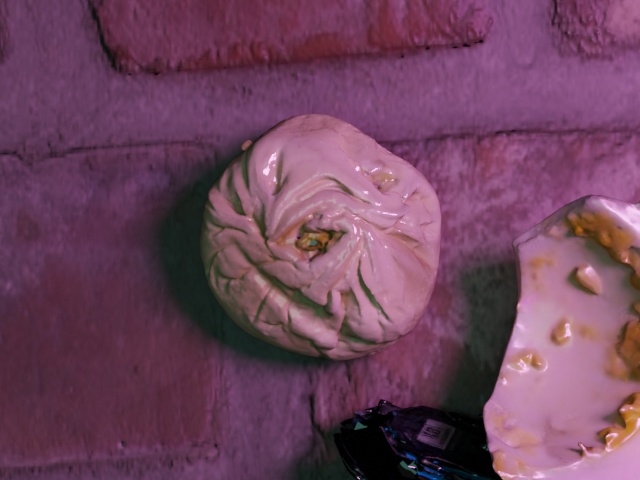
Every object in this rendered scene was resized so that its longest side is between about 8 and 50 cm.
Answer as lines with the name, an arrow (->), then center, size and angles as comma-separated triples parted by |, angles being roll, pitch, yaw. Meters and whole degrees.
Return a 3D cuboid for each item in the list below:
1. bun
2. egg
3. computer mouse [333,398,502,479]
bun -> 0.000, 0.000, 1.142 | 0.229, 0.145, 0.229 | 0, 92, 5
egg -> 0.245, 0.105, 1.091 | 0.206, 0.162, 0.271 | 12, 87, -5
computer mouse -> 0.125, 0.214, 1.137 | 0.241, 0.146, 0.078 | 19, 109, 14
